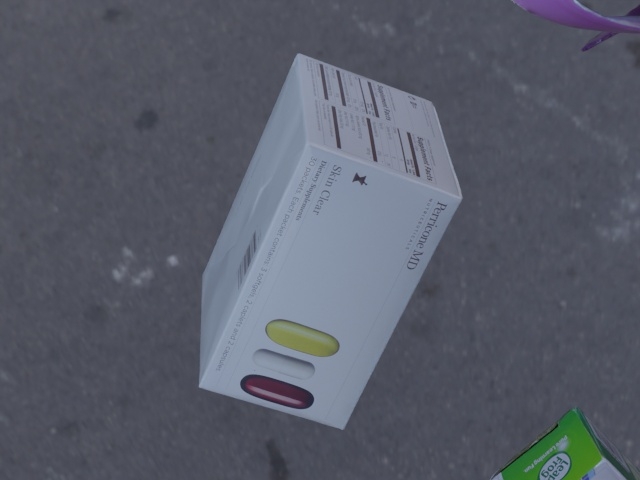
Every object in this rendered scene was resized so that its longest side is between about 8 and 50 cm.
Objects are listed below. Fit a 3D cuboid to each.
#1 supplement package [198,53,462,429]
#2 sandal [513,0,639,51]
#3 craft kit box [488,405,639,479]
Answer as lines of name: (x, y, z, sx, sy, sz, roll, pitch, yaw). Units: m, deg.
supplement package: (0.000, 0.000, 1.267, 0.145, 0.261, 0.204, 18, 27, -13)
sandal: (0.158, -0.171, 0.825, 0.416, 0.102, 0.169, 11, 43, 19)
craft kit box: (0.122, 0.249, 0.749, 0.247, 0.250, 0.061, -41, 25, 13)
